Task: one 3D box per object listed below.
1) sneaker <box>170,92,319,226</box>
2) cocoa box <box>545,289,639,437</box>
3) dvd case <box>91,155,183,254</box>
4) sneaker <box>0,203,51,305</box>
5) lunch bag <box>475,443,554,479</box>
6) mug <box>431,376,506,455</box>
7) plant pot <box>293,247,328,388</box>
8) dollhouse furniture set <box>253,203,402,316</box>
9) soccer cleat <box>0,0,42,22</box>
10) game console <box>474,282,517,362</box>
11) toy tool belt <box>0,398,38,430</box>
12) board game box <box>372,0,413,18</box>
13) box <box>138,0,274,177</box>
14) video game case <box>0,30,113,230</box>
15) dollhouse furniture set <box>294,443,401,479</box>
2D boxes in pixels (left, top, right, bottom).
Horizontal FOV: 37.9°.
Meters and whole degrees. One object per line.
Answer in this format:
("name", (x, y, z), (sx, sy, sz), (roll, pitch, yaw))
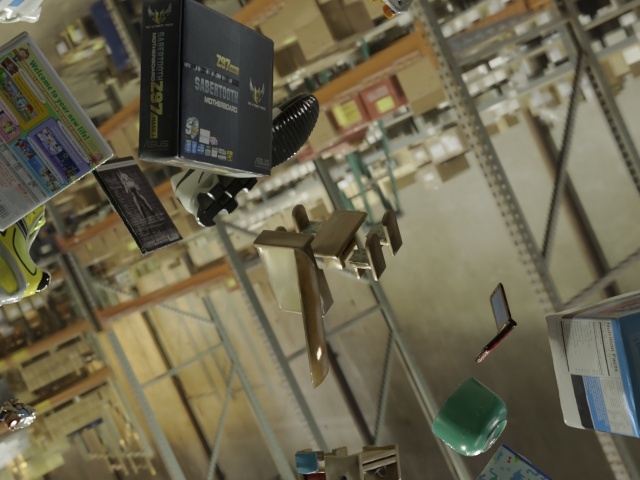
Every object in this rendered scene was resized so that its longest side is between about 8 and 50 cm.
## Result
("sneaker", (-0.152, -0.186, 1.778), (0.330, 0.146, 0.122), (-42, 147, -10))
("cocoa box", (0.653, 0.216, 1.785), (0.347, 0.231, 0.228), (-12, 180, -21))
("dvd case", (-0.394, -0.079, 2.004), (0.018, 0.221, 0.164), (-32, 179, 22))
("sneaker", (-0.564, -0.073, 1.643), (0.147, 0.384, 0.145), (-6, 173, -18))
("lunch bag", (0.422, 0.533, 1.997), (0.128, 0.151, 0.096), (-55, 147, -4))
("mug", (0.288, 0.334, 1.732), (0.129, 0.097, 0.158), (-59, 154, 9))
("plant pot", (-0.014, 0.126, 1.544), (0.032, 0.236, 0.236), (-9, -177, -2))
("dollhouse furniture set", (0.000, 0.000, 1.754), (0.212, 0.161, 0.242), (5, -140, 31))
("soccer cleat", (-0.482, -0.357, 1.329), (0.331, 0.143, 0.116), (-22, -137, -16))
("game console", (0.341, 0.169, 1.886), (0.124, 0.085, 0.144), (-42, 167, -10))
("toy tool belt", (-0.533, 0.300, 1.612), (0.052, 0.051, 0.083), (-57, 167, 4))
("board game box", (0.074, -0.669, 1.754), (0.050, 0.390, 0.390), (-24, -146, 53))
("box", (-0.131, -0.176, 1.127), (0.059, 0.183, 0.233), (0, 178, 23))
("video game case", (-0.419, -0.145, 1.269), (0.193, 0.212, 0.023), (-36, -145, -8))
("dollhouse furniture set", (0.025, 0.413, 1.537), (0.184, 0.128, 0.129), (-11, 171, 33))
